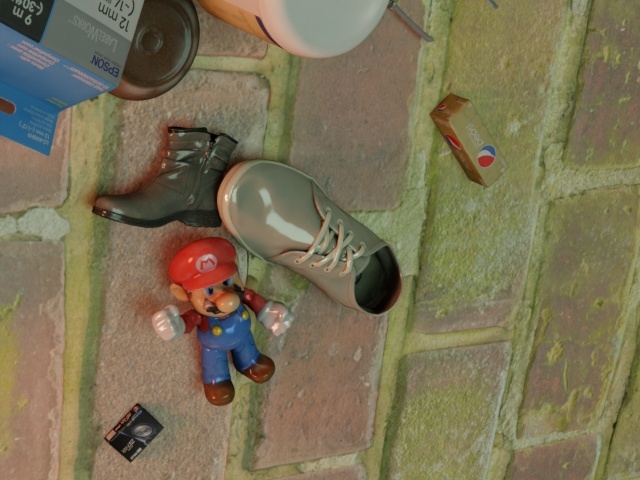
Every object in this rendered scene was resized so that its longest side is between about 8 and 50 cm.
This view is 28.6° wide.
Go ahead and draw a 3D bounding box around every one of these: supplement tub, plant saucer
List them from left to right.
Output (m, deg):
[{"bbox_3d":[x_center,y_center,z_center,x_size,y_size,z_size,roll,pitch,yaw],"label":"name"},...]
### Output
[{"bbox_3d":[-0.264,-0.305,1.900,0.198,0.036,0.198,-14,115,-31],"label":"plant saucer"},{"bbox_3d":[-0.068,-0.408,1.804,0.228,0.316,0.228,-19,124,-32],"label":"supplement tub"}]

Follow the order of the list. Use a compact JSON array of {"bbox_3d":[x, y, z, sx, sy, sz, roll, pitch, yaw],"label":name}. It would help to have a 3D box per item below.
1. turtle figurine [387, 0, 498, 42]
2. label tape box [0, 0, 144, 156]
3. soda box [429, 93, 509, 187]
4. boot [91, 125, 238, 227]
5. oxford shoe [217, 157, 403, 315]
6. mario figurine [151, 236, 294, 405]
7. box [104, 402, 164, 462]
[{"bbox_3d":[0.133,-0.435,2.022,0.266,0.198,0.274,-10,111,-27],"label":"turtle figurine"},{"bbox_3d":[-0.368,-0.308,1.686,0.249,0.115,0.347,27,74,-55],"label":"label tape box"},{"bbox_3d":[0.276,-0.183,2.311,0.061,0.058,0.181,-45,128,-11],"label":"soda box"},{"bbox_3d":[-0.246,-0.106,1.977,0.246,0.083,0.161,-1,105,-42],"label":"boot"},{"bbox_3d":[0.000,0.000,2.130,0.449,0.130,0.169,38,79,-42],"label":"oxford shoe"},{"bbox_3d":[-0.157,0.138,2.064,0.198,0.170,0.320,-62,148,-44],"label":"mario figurine"},{"bbox_3d":[-0.317,0.327,2.132,0.083,0.018,0.067,-46,127,-11],"label":"box"}]
